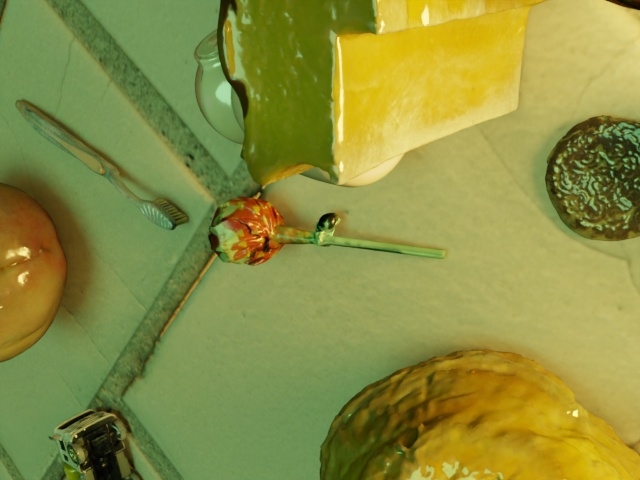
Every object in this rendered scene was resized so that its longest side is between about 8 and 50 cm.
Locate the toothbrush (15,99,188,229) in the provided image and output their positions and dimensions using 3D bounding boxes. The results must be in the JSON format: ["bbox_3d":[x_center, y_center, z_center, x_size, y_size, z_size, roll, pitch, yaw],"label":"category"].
[{"bbox_3d":[-0.320,-0.113,1.119,0.375,0.037,0.028,34,126,27],"label":"toothbrush"}]

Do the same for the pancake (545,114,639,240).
[{"bbox_3d":[0.241,-0.051,0.679,0.114,0.011,0.115,17,118,35],"label":"pancake"}]

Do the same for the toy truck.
[{"bbox_3d":[-0.370,0.392,1.328,0.114,0.098,0.227,7,113,45],"label":"toy truck"}]

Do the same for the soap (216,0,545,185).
[{"bbox_3d":[0.058,-0.189,0.593,0.143,0.281,0.259,15,118,33],"label":"soap"}]

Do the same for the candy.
[{"bbox_3d":[-0.001,0.000,0.874,0.287,0.084,0.078,7,109,31],"label":"candy"}]

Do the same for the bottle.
[{"bbox_3d":[-0.033,-0.144,0.792,0.236,0.147,0.148,19,120,43],"label":"bottle"}]

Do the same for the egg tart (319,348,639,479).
[{"bbox_3d":[0.138,0.274,0.734,0.339,0.153,0.352,-42,68,16],"label":"egg tart"}]

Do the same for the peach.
[{"bbox_3d":[-0.517,0.046,1.217,0.292,0.247,0.293,0,90,18],"label":"peach"}]

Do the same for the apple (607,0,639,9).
[{"bbox_3d":[0.212,-0.255,0.485,0.236,0.207,0.237,19,122,33],"label":"apple"}]
